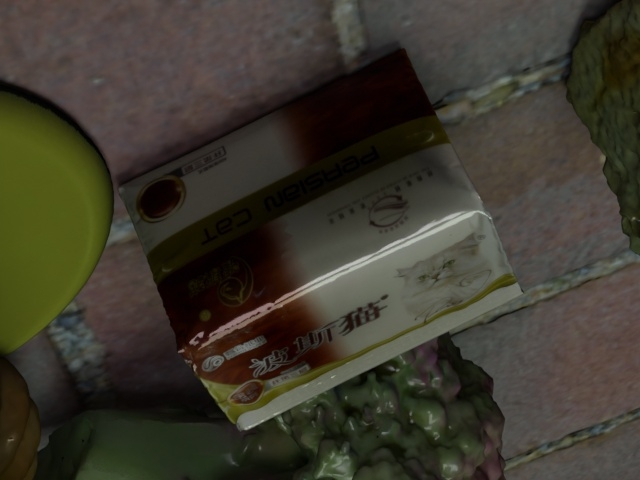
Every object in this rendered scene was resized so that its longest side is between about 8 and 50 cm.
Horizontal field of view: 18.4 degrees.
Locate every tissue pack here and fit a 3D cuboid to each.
[{"bbox_3d":[0.000,-0.001,0.906,0.148,0.106,0.099,-27,148,3],"label":"tissue pack"}]

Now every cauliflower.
[{"bbox_3d":[-0.037,0.138,1.014,0.315,0.256,0.239,12,146,1],"label":"cauliflower"}]

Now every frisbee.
[{"bbox_3d":[-0.203,0.011,0.874,0.236,0.017,0.236,-17,147,-11],"label":"frisbee"}]

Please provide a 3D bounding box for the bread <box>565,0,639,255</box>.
[{"bbox_3d":[0.264,-0.074,0.953,0.267,0.130,0.152,-13,137,-17],"label":"bread"}]

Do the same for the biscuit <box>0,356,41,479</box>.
[{"bbox_3d":[-0.190,0.102,0.942,0.118,0.061,0.183,-25,147,-2],"label":"biscuit"}]
